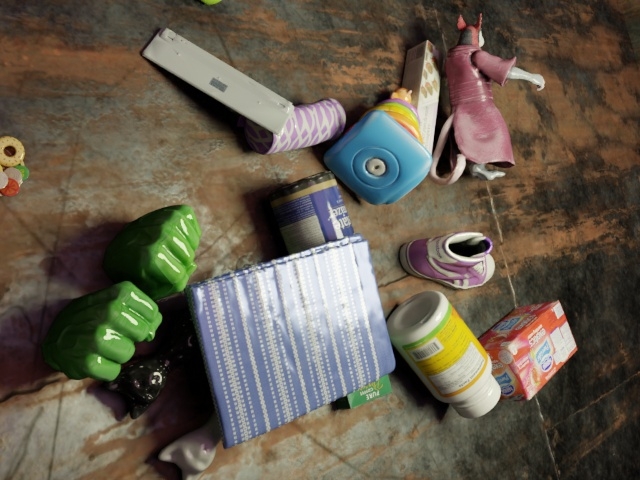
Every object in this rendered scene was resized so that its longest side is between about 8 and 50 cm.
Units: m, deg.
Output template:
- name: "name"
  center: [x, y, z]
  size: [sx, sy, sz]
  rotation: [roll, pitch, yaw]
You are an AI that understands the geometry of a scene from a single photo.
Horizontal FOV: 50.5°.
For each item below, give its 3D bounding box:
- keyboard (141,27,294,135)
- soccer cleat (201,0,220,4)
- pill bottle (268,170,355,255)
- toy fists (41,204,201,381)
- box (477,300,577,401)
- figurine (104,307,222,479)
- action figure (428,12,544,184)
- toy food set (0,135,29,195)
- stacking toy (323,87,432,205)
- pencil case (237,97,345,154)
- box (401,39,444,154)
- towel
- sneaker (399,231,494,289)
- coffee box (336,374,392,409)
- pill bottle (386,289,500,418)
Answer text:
- name: "keyboard"
  center: [-0.166, -0.264, 1.126]
  size: [0.256, 0.014, 0.072]
  rotation: [30, 63, -8]
- name: "soccer cleat"
  center: [-0.233, -0.450, 1.134]
  size: [0.179, 0.072, 0.060]
  rotation: [8, 73, -40]
- name: "pill bottle"
  center: [0.000, 0.000, 1.180]
  size: [0.123, 0.123, 0.219]
  rotation: [-23, 93, -43]
- name: "toy fists"
  center: [-0.254, 0.067, 0.917]
  size: [0.096, 0.142, 0.279]
  rotation: [45, 53, -24]
- name: "box"
  center: [0.450, 0.245, 1.514]
  size: [0.257, 0.123, 0.128]
  rotation: [-26, 95, -43]
- name: "figurine"
  center: [-0.177, 0.221, 0.992]
  size: [0.209, 0.092, 0.214]
  rotation: [-40, 106, -33]
- name: "action figure"
  center: [0.325, -0.318, 1.521]
  size: [0.276, 0.248, 0.370]
  rotation: [-12, 96, -23]
- name: "toy food set"
  center: [-0.428, -0.097, 0.891]
  size: [0.083, 0.020, 0.082]
  rotation: [-8, 83, -43]
- name: "stacking toy"
  center: [0.141, -0.226, 1.375]
  size: [0.166, 0.175, 0.301]
  rotation: [39, 39, -15]
- name: "pencil case"
  center: [-0.044, -0.213, 1.231]
  size: [0.206, 0.086, 0.088]
  rotation: [-20, 58, -46]
- name: "box"
  center: [0.215, -0.294, 1.500]
  size: [0.063, 0.067, 0.324]
  rotation: [29, 59, -33]
- name: "towel"
  center: [-0.033, 0.139, 1.037]
  size: [0.336, 0.040, 0.243]
  rotation: [-16, 94, -35]
- name: "sneaker"
  center: [0.319, 0.042, 1.432]
  size: [0.282, 0.161, 0.102]
  rotation: [5, 73, -42]
- name: "coffee box"
  center: [0.060, 0.203, 1.231]
  size: [0.113, 0.040, 0.184]
  rotation: [-12, 85, -43]
- name: "pill bottle"
  center: [0.247, 0.229, 1.326]
  size: [0.245, 0.136, 0.136]
  rotation: [52, 50, -18]
